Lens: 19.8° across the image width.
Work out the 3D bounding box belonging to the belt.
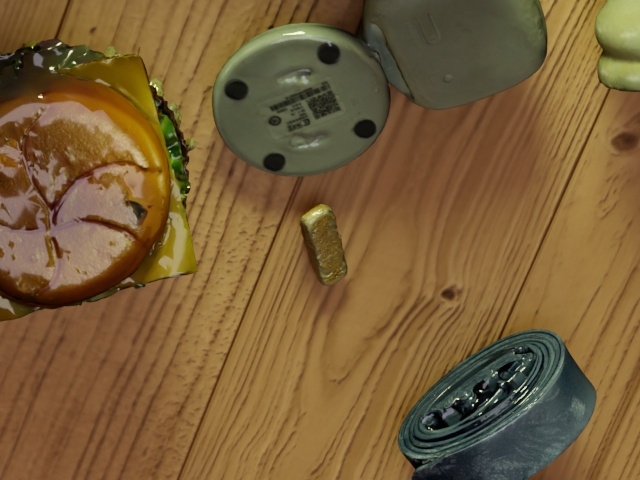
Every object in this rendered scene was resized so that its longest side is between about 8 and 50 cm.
[{"bbox_3d":[0.161,0.166,1.720,0.190,0.141,0.082,-34,113,4],"label":"belt"}]

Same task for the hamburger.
[{"bbox_3d":[-0.230,-0.052,1.543,0.262,0.138,0.243,-13,111,-9],"label":"hamburger"}]

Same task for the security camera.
[{"bbox_3d":[0.047,-0.160,1.605,0.302,0.080,0.157,-23,129,8],"label":"security camera"}]

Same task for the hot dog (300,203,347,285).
[{"bbox_3d":[0.000,0.000,1.677,0.030,0.034,0.090,-28,134,-14],"label":"hot dog"}]

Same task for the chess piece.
[{"bbox_3d":[0.295,-0.268,1.591,0.144,0.144,0.251,-13,109,-8],"label":"chess piece"}]
